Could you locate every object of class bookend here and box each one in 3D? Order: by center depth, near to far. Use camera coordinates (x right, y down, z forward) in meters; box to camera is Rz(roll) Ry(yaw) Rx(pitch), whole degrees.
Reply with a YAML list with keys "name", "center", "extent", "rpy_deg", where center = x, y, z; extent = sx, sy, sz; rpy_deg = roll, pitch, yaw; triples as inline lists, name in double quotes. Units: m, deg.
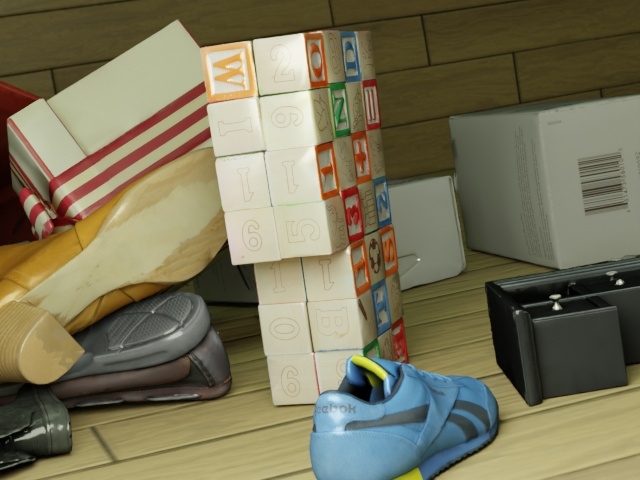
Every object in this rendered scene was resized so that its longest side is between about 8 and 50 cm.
- name: "bookend"
  center: [0.218, 0.065, 1.047]
  extent: [0.156, 0.072, 0.157]
  rpy_deg: [-9, 6, 1]

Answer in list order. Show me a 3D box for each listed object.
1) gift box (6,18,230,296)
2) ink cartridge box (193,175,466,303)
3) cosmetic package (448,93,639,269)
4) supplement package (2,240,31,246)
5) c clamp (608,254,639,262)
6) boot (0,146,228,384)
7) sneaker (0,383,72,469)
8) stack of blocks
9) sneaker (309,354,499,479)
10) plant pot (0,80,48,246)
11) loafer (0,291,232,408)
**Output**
- name: "gift box"
  center: [-0.192, -0.046, 1.492]
  extent: [0.258, 0.276, 0.255]
  rpy_deg: [-34, -12, -18]
- name: "ink cartridge box"
  center: [0.000, 0.000, 1.740]
  extent: [0.223, 0.129, 0.307]
  rpy_deg: [-13, 7, -36]
- name: "cosmetic package"
  center: [0.296, -0.081, 1.742]
  extent: [0.155, 0.196, 0.365]
  rpy_deg: [-10, 7, -10]
- name: "supplement package"
  center: [-0.414, 0.097, 1.396]
  extent: [0.262, 0.145, 0.204]
  rpy_deg: [-11, 6, -13]
- name: "c clamp"
  center: [0.363, 0.025, 1.448]
  extent: [0.137, 0.022, 0.161]
  rpy_deg: [-13, 7, -36]
- name: "boot"
  center: [-0.223, 0.012, 1.202]
  extent: [0.211, 0.104, 0.295]
  rpy_deg: [7, 45, 49]
- name: "sneaker"
  center: [-0.253, 0.150, 1.082]
  extent: [0.089, 0.051, 0.170]
  rpy_deg: [-8, 8, -22]
- name: "stack of blocks"
  center: [-0.006, -0.019, 1.113]
  extent: [0.087, 0.297, 0.171]
  rpy_deg: [-5, 8, 20]
- name: "sneaker"
  center: [0.059, 0.105, 0.878]
  extent: [0.069, 0.082, 0.209]
  rpy_deg: [-8, 4, 31]
- name: "plant pot"
  center: [-0.411, -0.017, 1.727]
  extent: [0.236, 0.267, 0.267]
  rpy_deg: [-17, -20, 29]
- name: "loafer"
  center: [-0.219, 0.123, 1.224]
  extent: [0.303, 0.095, 0.109]
  rpy_deg: [-11, 32, 27]
